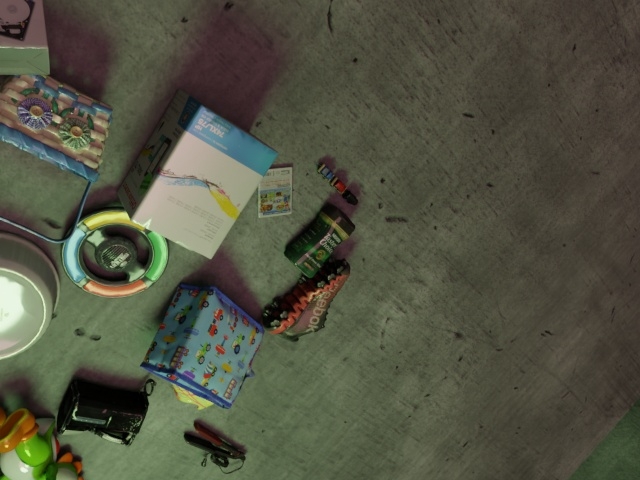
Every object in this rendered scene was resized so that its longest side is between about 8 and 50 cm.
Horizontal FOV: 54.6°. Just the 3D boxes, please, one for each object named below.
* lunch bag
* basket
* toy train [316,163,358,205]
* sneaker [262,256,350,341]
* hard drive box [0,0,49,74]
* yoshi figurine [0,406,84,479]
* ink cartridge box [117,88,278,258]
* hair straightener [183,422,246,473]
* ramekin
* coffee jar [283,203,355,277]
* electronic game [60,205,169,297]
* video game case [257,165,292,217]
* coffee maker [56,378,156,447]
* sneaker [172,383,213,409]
[{"bbox_3d":[-0.251,0.270,1.514,0.293,0.138,0.221,44,58,-42],"label":"lunch bag"},{"bbox_3d":[-0.543,-0.166,1.162,0.255,0.201,0.288,25,89,-34],"label":"basket"},{"bbox_3d":[0.044,-0.140,1.567,0.027,0.036,0.158,-48,124,0],"label":"toy train"},{"bbox_3d":[-0.018,0.163,1.634,0.276,0.097,0.135,-42,123,-2],"label":"sneaker"},{"bbox_3d":[-0.566,-0.403,1.045,0.181,0.089,0.232,-7,76,-24],"label":"hard drive box"},{"bbox_3d":[-0.679,0.558,1.425,0.203,0.203,0.362,-24,124,-10],"label":"yoshi figurine"},{"bbox_3d":[-0.266,-0.141,1.315,0.197,0.198,0.270,29,96,-33],"label":"ink cartridge box"},{"bbox_3d":[-0.295,0.587,1.720,0.089,0.047,0.230,-47,128,-1],"label":"hair straightener"},{"bbox_3d":[-0.676,0.124,1.269,0.273,0.127,0.272,-11,116,-23],"label":"ramekin"},{"bbox_3d":[0.000,0.000,1.581,0.184,0.079,0.096,-48,124,-1],"label":"coffee jar"},{"bbox_3d":[-0.451,0.030,1.372,0.229,0.048,0.229,-9,121,-16],"label":"electronic game"},{"bbox_3d":[-0.112,-0.118,1.514,0.087,0.011,0.122,-9,115,-24],"label":"video game case"},{"bbox_3d":[-0.518,0.394,1.489,0.178,0.120,0.171,24,76,-34],"label":"coffee maker"},{"bbox_3d":[-0.346,0.367,1.574,0.094,0.081,0.208,-38,115,16],"label":"sneaker"}]
